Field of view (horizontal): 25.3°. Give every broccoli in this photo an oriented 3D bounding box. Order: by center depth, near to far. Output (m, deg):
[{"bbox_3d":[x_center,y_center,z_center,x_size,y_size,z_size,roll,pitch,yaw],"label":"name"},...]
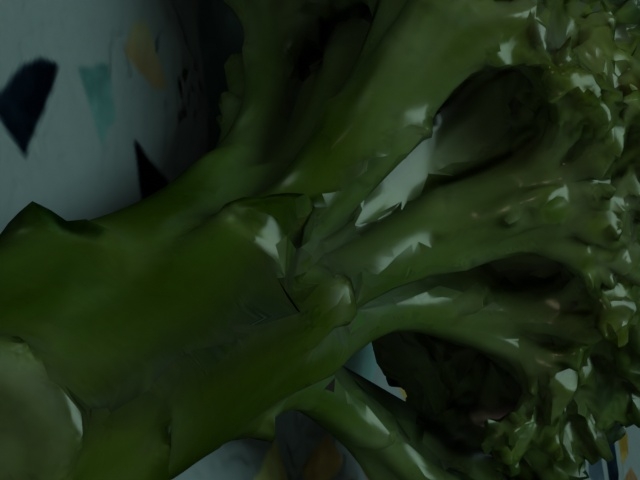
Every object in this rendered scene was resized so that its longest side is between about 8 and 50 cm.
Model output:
[{"bbox_3d":[-0.007,-0.031,0.596,0.397,0.275,0.353,12,52,-39],"label":"broccoli"}]
